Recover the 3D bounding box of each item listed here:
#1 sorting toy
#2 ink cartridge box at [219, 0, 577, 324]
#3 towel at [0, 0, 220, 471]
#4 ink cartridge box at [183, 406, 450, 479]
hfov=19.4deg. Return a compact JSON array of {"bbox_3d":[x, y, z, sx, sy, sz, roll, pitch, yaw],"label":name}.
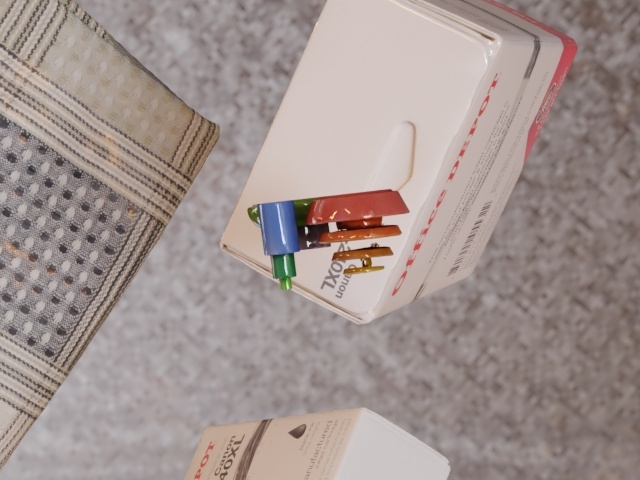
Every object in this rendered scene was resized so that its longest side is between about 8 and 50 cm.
[{"bbox_3d":[0.000,0.000,0.888,0.102,0.061,0.042,-4,93,61],"label":"sorting toy"},{"bbox_3d":[0.053,-0.059,1.088,0.100,0.237,0.172,27,103,14],"label":"ink cartridge box"},{"bbox_3d":[-0.246,-0.037,1.260,0.324,0.312,0.056,40,170,-36],"label":"towel"},{"bbox_3d":[-0.018,0.149,0.937,0.063,0.109,0.150,34,154,-25],"label":"ink cartridge box"}]
